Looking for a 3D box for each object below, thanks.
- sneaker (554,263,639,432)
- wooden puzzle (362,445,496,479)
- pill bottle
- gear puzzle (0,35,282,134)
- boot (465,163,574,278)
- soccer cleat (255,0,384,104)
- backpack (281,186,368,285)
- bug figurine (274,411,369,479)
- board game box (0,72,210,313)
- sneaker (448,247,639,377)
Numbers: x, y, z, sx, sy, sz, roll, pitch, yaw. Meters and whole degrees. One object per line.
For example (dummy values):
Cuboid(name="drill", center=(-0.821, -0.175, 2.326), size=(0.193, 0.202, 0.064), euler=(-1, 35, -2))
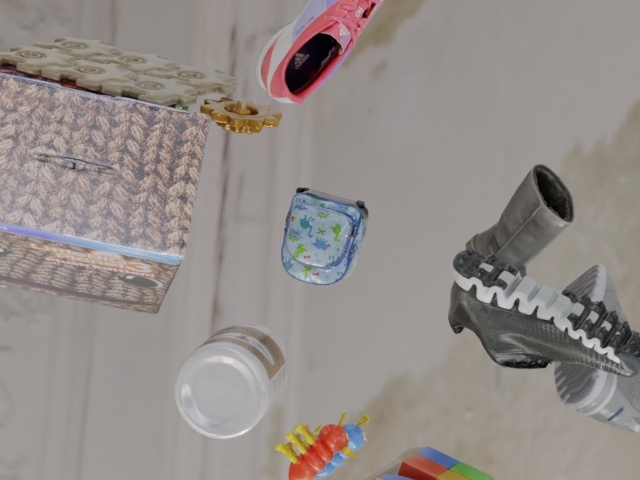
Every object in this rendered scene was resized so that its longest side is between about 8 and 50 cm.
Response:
Cuboid(name="sneaker", center=(0.351, 0.141, 2.075), size=(0.105, 0.115, 0.281), euler=(-41, -159, 30))
Cuboid(name="wooden puzzle", center=(0.184, 0.341, 1.921), size=(0.348, 0.322, 0.081), euler=(-21, 132, -64))
Cuboid(name="pill bottle", center=(-0.115, 0.187, 2.295), size=(0.229, 0.131, 0.131), euler=(-39, 141, -78))
Cuboid(name="gear puzzle", center=(-0.187, -0.161, 1.789), size=(0.338, 0.175, 0.044), euler=(16, -69, 25))
Cuboid(name="boot", center=(0.308, 0.017, 2.387), size=(0.208, 0.076, 0.190), euler=(-43, -108, 45))
Cuboid(name="soccer cleat", center=(0.036, -0.316, 2.234), size=(0.318, 0.108, 0.116), euler=(-51, -154, 6))
Cuboid(name="backpack", center=(0.000, 0.000, 2.131), size=(0.084, 0.105, 0.114), euler=(-31, 135, -72))
Cuboid(name="bug figurine", center=(-0.027, 0.294, 2.035), size=(0.216, 0.072, 0.279), euler=(-44, 170, 2))
Cuboid(name="board game box", center=(-0.247, -0.040, 1.623), size=(0.291, 0.232, 0.141), euler=(126, -26, -74))
Cuboid(name="sneaker", center=(0.238, 0.101, 1.772), size=(0.078, 0.234, 0.106), euler=(-40, 152, -55))
